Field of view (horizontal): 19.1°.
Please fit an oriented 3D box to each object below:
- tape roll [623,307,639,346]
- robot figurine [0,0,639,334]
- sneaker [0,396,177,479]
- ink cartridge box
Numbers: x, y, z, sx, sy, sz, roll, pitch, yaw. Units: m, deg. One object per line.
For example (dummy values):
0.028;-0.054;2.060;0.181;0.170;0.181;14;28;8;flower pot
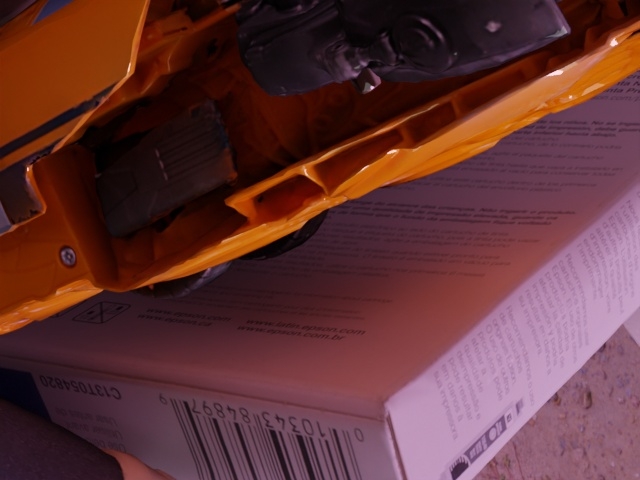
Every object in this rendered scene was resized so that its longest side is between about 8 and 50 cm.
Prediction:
0.218;-0.058;0.702;0.169;0.246;0.246;-25;180;42;tape roll
0.025;-0.059;0.434;0.291;0.085;0.211;-25;180;35;robot figurine
-0.175;0.100;0.570;0.350;0.148;0.131;-28;-143;50;sneaker
0.000;0.000;0.605;0.223;0.045;0.224;5;-149;40;ink cartridge box
